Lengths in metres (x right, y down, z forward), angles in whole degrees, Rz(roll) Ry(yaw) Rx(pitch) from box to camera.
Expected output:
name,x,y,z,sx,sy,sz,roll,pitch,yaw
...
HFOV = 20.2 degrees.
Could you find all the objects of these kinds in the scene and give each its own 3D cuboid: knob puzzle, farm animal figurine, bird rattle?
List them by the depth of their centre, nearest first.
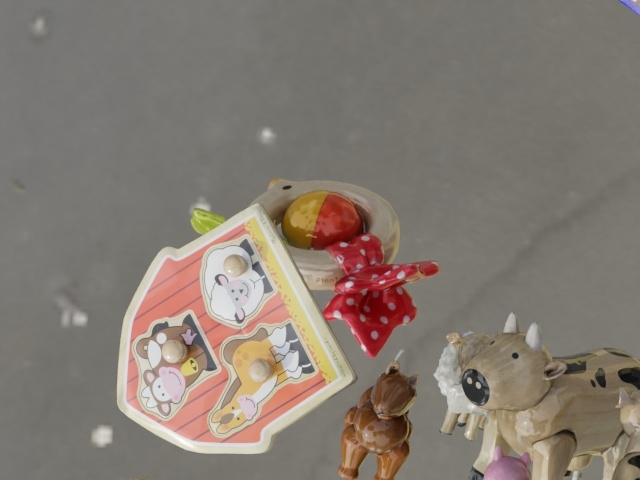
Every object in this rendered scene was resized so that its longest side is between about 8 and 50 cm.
name,x,y,z,sx,sy,sz,roll,pitch,yaw
knob puzzle,-0.092,0.089,1.475,0.213,0.030,0.213,-2,84,22
farm animal figurine,0.197,0.154,1.507,0.330,0.327,0.172,23,107,27
bird rattle,0.000,0.000,1.794,0.253,0.207,0.143,2,126,19

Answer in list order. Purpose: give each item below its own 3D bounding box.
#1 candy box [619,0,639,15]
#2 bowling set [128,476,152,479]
name,x,y,z,sx,sy,sz,roll,pitch,yaw
candy box,0.280,-0.390,1.657,0.317,0.122,0.268,39,119,18
bowling set,-0.271,0.367,1.847,0.200,0.287,0.154,-32,81,23
